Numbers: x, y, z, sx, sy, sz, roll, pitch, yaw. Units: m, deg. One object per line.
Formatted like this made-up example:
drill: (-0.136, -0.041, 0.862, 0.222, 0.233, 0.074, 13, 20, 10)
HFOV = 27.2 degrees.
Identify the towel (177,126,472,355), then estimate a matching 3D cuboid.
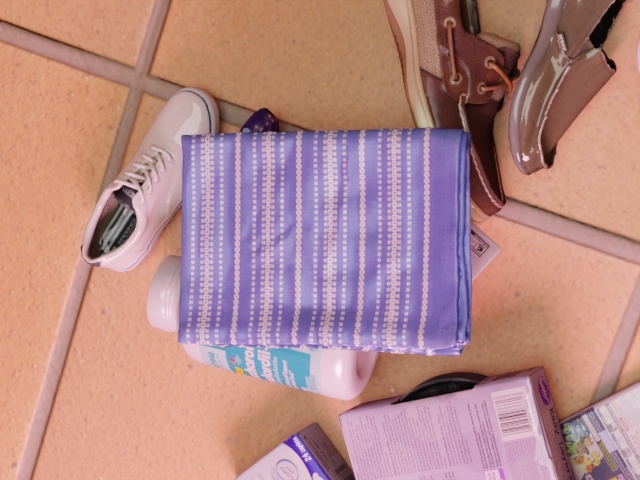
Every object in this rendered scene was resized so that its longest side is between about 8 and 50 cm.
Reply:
towel: (0.000, 0.000, 1.432, 0.336, 0.040, 0.243, 0, 88, 18)

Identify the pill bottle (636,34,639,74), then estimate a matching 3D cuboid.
pill bottle: (0.386, -0.186, 1.348, 0.112, 0.187, 0.112, 2, 95, 19)

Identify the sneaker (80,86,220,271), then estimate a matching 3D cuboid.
sneaker: (-0.206, -0.069, 1.611, 0.094, 0.091, 0.258, 31, 104, 14)

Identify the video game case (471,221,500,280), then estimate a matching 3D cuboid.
video game case: (0.096, 0.009, 1.469, 0.157, 0.019, 0.143, 43, 81, 3)

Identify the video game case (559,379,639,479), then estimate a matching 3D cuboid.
video game case: (0.348, 0.277, 1.487, 0.183, 0.023, 0.201, -31, 85, 18)

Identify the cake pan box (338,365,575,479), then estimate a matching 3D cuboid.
cake pan box: (0.166, 0.287, 1.512, 0.246, 0.070, 0.266, -17, 89, 25)

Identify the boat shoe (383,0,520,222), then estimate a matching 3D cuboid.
boat shoe: (0.162, -0.193, 1.464, 0.123, 0.123, 0.341, -17, 83, 20)

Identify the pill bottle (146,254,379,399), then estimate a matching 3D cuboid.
pill bottle: (-0.066, 0.089, 1.548, 0.264, 0.146, 0.146, 12, 98, 18)

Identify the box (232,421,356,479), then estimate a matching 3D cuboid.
box: (-0.030, 0.312, 1.593, 0.137, 0.072, 0.126, -40, 81, 18)

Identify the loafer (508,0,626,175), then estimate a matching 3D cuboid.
loafer: (0.273, -0.187, 1.436, 0.087, 0.094, 0.251, 19, 100, 21)

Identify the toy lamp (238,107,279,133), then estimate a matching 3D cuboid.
toy lamp: (0.028, -0.057, 1.542, 0.275, 0.080, 0.080, 35, 104, 16)
